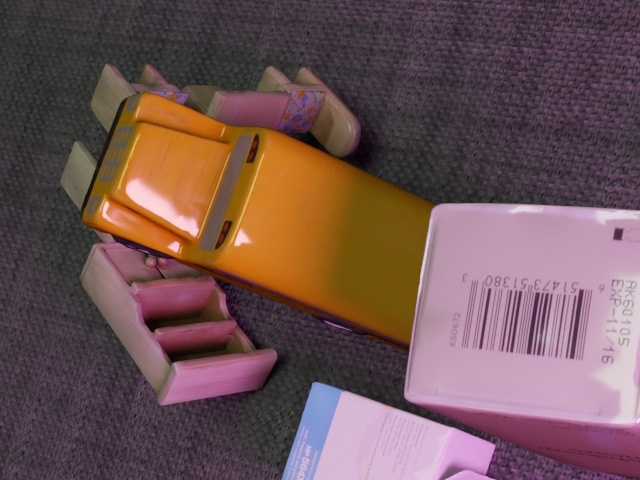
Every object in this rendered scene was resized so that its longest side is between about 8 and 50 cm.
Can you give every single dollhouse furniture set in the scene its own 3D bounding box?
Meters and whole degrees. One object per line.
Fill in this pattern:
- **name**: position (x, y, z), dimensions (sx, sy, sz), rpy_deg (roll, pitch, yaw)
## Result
- **dollhouse furniture set**: position (-0.087, -0.010, 1.128), dimensions (0.161, 0.212, 0.242), rpy_deg (50, 127, 33)

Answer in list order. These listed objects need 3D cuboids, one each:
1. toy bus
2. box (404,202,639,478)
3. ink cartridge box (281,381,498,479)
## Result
- **toy bus**: position (0.000, 0.000, 1.003), dimensions (0.130, 0.332, 0.108), rpy_deg (10, 78, 61)
- **box**: position (0.186, 0.077, 0.877), dimensions (0.148, 0.311, 0.121), rpy_deg (2, 76, 31)
- **ink cartridge box**: position (0.060, 0.177, 1.047), dimensions (0.143, 0.092, 0.090), rpy_deg (16, 83, 33)
